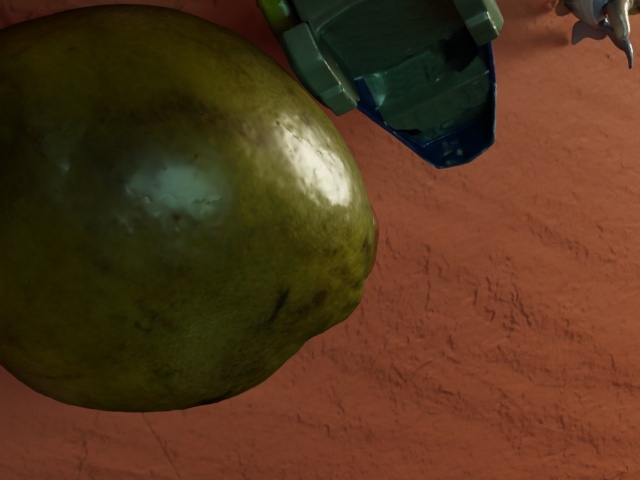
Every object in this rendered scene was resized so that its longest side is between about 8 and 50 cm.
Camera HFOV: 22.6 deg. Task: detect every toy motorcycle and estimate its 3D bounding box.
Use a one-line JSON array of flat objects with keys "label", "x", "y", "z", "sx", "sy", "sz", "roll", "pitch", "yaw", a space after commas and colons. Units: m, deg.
[{"label": "toy motorcycle", "x": 0.084, "y": -0.178, "z": 1.468, "sx": 0.191, "sy": 0.200, "sz": 0.326, "roll": -26, "pitch": 158, "yaw": 11}]

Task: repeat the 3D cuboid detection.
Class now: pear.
[{"label": "pear", "x": -0.155, "y": -0.030, "z": 1.351, "sx": 0.413, "sy": 0.352, "sz": 0.352, "roll": 27, "pitch": 91, "yaw": -36}]

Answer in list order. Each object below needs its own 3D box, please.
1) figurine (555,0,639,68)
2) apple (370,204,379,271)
[{"label": "figurine", "x": 0.312, "y": -0.292, "z": 1.677, "sx": 0.184, "sy": 0.128, "sz": 0.208, "roll": -14, "pitch": 121, "yaw": -30}, {"label": "apple", "x": 0.003, "y": 0.000, "z": 1.591, "sx": 0.126, "sy": 0.102, "sz": 0.126, "roll": -11, "pitch": 112, "yaw": -29}]
